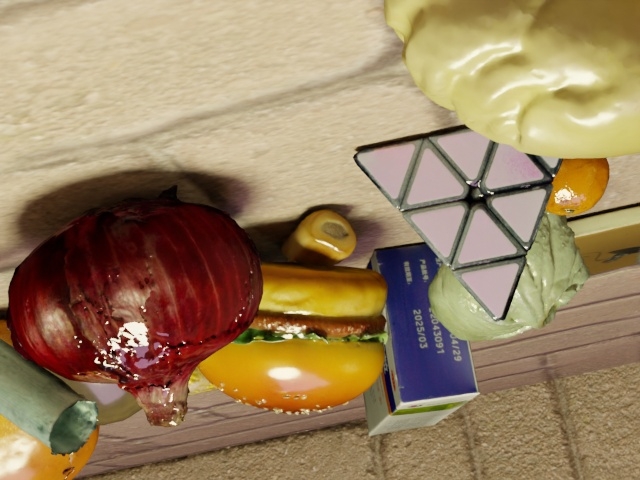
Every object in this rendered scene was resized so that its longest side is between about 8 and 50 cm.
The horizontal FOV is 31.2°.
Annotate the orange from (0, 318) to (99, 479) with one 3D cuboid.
[{"bbox_3d":[-0.390,0.211,1.409,0.240,0.240,0.240,-10,164,-3],"label":"orange"}]

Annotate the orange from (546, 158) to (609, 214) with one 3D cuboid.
[{"bbox_3d":[0.245,-0.064,1.134,0.084,0.083,0.083,-10,164,-3],"label":"orange"}]

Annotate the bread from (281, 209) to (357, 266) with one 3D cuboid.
[{"bbox_3d":[0.000,0.001,1.249,0.062,0.049,0.103,25,158,-9],"label":"bread"}]

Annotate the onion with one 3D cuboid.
[{"bbox_3d":[-0.171,0.070,1.081,0.252,0.219,0.252,-11,174,-1],"label":"onion"}]

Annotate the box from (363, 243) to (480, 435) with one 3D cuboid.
[{"bbox_3d":[0.116,0.141,1.545,0.107,0.200,0.299,-7,164,-7],"label":"box"}]

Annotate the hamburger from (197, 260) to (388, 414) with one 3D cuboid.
[{"bbox_3d":[-0.041,0.109,1.296,0.246,0.169,0.246,2,180,0],"label":"hamburger"}]

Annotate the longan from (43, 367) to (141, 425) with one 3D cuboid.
[{"bbox_3d":[-0.250,0.118,1.287,0.189,0.189,0.189,-10,164,-3],"label":"longan"}]

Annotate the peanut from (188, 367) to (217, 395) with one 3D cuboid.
[{"bbox_3d":[-0.172,0.192,1.751,0.207,0.087,0.087,4,159,-45],"label":"peanut"}]

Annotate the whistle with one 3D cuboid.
[{"bbox_3d":[-0.345,0.115,1.138,0.312,0.062,0.062,26,-176,30],"label":"whistle"}]

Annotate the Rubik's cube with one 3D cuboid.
[{"bbox_3d":[0.126,-0.008,1.085,0.191,0.178,0.211,-1,161,-20],"label":"Rubik's cube"}]

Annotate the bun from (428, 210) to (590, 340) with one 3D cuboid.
[{"bbox_3d":[0.227,0.035,1.293,0.212,0.126,0.204,-25,155,-47],"label":"bun"}]

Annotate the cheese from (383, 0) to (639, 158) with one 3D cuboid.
[{"bbox_3d":[0.141,-0.146,0.546,0.226,0.213,0.117,-5,161,6],"label":"cheese"}]

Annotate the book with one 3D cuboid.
[{"bbox_3d":[0.436,-0.006,1.548,0.389,0.032,0.269,-14,163,9],"label":"book"}]
